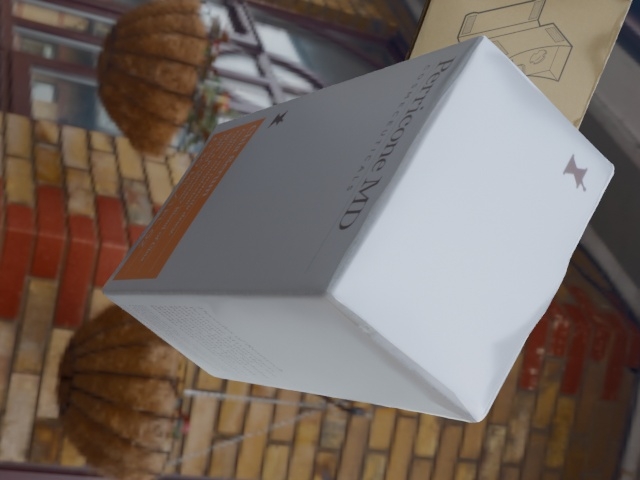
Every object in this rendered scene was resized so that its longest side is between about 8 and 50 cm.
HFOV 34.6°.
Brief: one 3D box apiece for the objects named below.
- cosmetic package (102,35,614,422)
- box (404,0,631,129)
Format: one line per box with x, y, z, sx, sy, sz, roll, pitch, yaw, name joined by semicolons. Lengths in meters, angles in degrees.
0.000;0.000;0.890;0.453;0.161;0.230;-5;-132;59;cosmetic package
0.196;-0.200;1.049;0.021;0.201;0.164;-113;-140;-69;box
